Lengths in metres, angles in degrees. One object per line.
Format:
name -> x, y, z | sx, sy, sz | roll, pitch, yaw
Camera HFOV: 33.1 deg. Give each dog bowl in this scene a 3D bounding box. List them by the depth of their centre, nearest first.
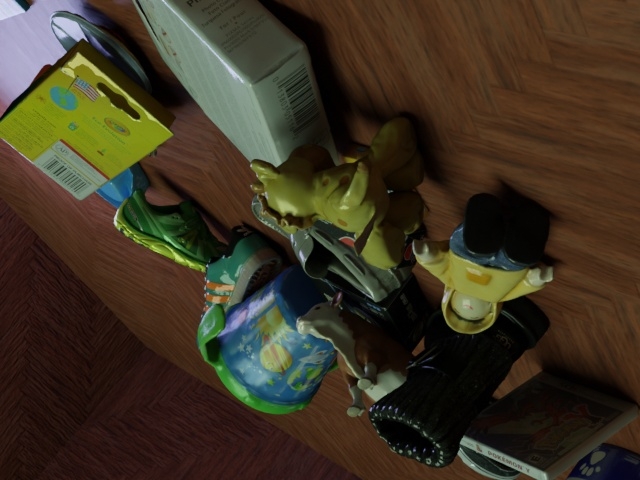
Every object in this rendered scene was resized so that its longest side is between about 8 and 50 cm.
dog bowl -> 0.526, 0.454, 1.766 | 0.265, 0.104, 0.265 | 35, 163, 12
dog bowl -> -0.452, -0.170, 2.240 | 0.166, 0.074, 0.297 | 30, 161, 27

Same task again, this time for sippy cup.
sippy cup -> -0.052, 0.166, 1.976 | 0.240, 0.305, 0.224 | 48, 132, 8

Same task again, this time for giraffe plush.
giraffe plush -> 0.012, -0.056, 1.306 | 0.170, 0.210, 0.181 | 10, 118, 26

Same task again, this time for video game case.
video game case -> 0.324, 0.264, 1.560 | 0.183, 0.201, 0.023 | 16, 126, 51
video game case -> -0.585, -0.446, 1.913 | 0.119, 0.015, 0.166 | 48, 161, -26

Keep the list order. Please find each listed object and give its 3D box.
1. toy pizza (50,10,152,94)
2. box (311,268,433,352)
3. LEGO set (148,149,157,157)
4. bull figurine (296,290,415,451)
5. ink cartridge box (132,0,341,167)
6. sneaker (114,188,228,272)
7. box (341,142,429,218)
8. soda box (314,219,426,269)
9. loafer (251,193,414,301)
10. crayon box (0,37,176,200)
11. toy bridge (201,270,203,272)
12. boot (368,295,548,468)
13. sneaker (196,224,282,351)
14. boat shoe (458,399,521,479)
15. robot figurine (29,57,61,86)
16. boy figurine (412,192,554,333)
toy pizza -> -0.352, -0.307, 1.756 | 0.201, 0.032, 0.201 | 32, 163, 11
box -> 0.083, 0.090, 1.796 | 0.180, 0.077, 0.147 | 26, 159, 35
LEGO set -> -0.331, -0.188, 2.045 | 0.083, 0.023, 0.054 | 49, 163, 14
bull figurine -> 0.095, 0.217, 1.729 | 0.310, 0.101, 0.188 | 35, -150, -21
ink cartridge box -> -0.129, -0.245, 1.440 | 0.385, 0.091, 0.308 | 49, 170, 29
sneaker -> -0.268, -0.015, 2.193 | 0.295, 0.123, 0.109 | 25, -178, -17
box -> 0.092, -0.072, 1.460 | 0.081, 0.028, 0.136 | 21, 158, 45
soda box -> 0.066, -0.019, 1.558 | 0.169, 0.060, 0.053 | 28, -158, 33
loafer -> 0.000, 0.000, 1.680 | 0.319, 0.111, 0.112 | 24, 157, 39
crayon box -> -0.382, -0.201, 1.783 | 0.202, 0.081, 0.318 | 41, 141, -22
toy bridge -> -0.337, 0.006, 2.526 | 0.188, 0.026, 0.063 | 41, 164, -7
boot -> 0.177, 0.211, 1.598 | 0.131, 0.260, 0.348 | 39, 162, 3
sneaker -> -0.181, 0.098, 2.146 | 0.121, 0.108, 0.302 | 50, 126, 26
boat shoe -> 0.285, 0.330, 1.961 | 0.301, 0.108, 0.102 | 51, 162, -15
robot figurine -> -0.425, -0.226, 1.952 | 0.219, 0.158, 0.128 | 49, -174, -30
boy figurine -> 0.199, 0.035, 1.364 | 0.177, 0.092, 0.285 | 14, 156, 1
